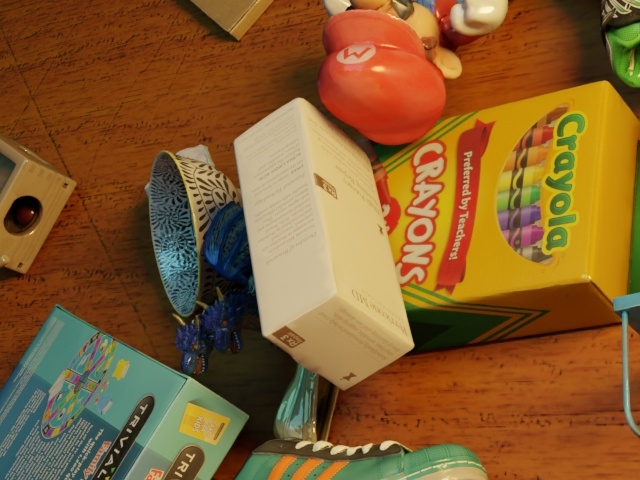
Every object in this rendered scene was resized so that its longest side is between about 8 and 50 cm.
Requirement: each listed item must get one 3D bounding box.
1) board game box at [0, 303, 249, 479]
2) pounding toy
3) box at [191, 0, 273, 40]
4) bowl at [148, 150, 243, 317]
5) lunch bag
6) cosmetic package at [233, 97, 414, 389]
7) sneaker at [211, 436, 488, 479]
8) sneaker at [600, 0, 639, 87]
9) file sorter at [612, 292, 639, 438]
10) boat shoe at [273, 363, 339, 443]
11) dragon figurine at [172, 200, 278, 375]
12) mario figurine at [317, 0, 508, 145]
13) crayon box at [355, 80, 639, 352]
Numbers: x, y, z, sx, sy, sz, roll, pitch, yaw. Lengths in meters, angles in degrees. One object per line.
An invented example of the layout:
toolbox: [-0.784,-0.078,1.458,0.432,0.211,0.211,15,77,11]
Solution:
board game box: [-0.235,0.218,1.453,0.253,0.079,0.336,-58,31,-8]
pounding toy: [-0.378,-0.004,1.776,0.181,0.094,0.206,32,94,43]
box: [-0.074,-0.347,1.807,0.201,0.021,0.164,-48,42,3]
bowl: [-0.113,-0.011,1.539,0.170,0.080,0.170,172,90,-69]
lunch bag: [-0.142,-0.054,1.636,0.083,0.053,0.071,-47,39,17]
cosmetic package: [0.000,0.000,1.310,0.085,0.117,0.231,-33,46,21]
sneaker: [0.002,0.210,1.285,0.302,0.108,0.121,-24,53,28]
sneaker: [0.281,-0.223,1.318,0.146,0.134,0.343,-38,42,-6]
file sorter: [0.317,0.092,1.098,0.170,0.118,0.104,-16,56,32]
boat shoe: [0.005,0.120,1.388,0.048,0.056,0.153,11,71,36]
dragon figurine: [-0.051,0.009,1.445,0.085,0.144,0.289,-6,58,37]
mario figurine: [0.087,-0.225,1.402,0.198,0.170,0.320,-55,-2,41]
crayon box: [0.164,-0.019,1.331,0.318,0.081,0.202,-12,54,34]
